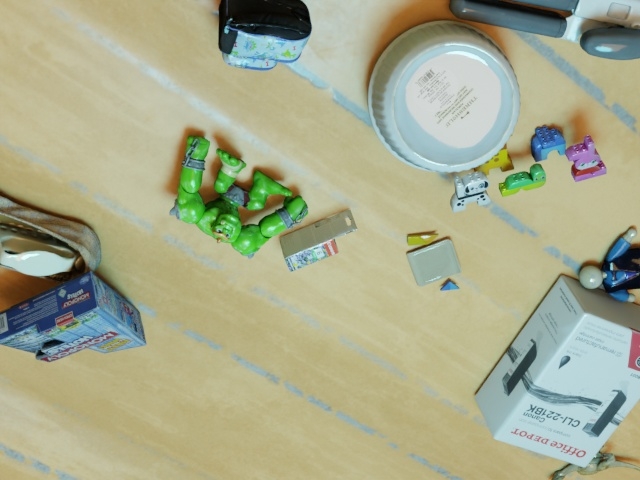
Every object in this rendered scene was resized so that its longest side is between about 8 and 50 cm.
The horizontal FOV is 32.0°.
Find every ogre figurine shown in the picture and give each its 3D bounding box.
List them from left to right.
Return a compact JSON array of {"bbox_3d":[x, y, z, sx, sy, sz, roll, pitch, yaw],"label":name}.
[{"bbox_3d":[-0.122,-0.052,1.569,0.197,0.097,0.118,28,95,-41],"label":"ogre figurine"}]

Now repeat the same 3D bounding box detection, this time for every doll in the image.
[{"bbox_3d":[0.501,0.040,1.765,0.189,0.046,0.129,-11,114,-1],"label":"doll"}]

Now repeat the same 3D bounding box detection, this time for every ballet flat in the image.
[{"bbox_3d":[-0.451,-0.009,1.521,0.316,0.106,0.107,13,118,-18],"label":"ballet flat"}]

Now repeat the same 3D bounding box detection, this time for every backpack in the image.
[{"bbox_3d":[-0.074,-0.272,1.433,0.114,0.105,0.084,6,142,-15],"label":"backpack"}]

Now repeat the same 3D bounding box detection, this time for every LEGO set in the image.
[{"bbox_3d":[0.284,-0.127,1.594,0.227,0.087,0.093,-15,137,-1],"label":"LEGO set"}]

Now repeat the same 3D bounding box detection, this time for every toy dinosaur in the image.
[{"bbox_3d":[0.496,0.395,1.993,0.183,0.053,0.092,-6,138,2],"label":"toy dinosaur"}]

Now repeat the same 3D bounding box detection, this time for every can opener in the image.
[{"bbox_3d":[0.317,-0.300,1.489,0.283,0.095,0.076,7,119,-15],"label":"can opener"}]

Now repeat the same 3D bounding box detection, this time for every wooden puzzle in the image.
[{"bbox_3d":[0.175,0.032,1.720,0.078,0.014,0.116,-12,123,2],"label":"wooden puzzle"}]

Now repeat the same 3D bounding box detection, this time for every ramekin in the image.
[{"bbox_3d":[0.169,-0.186,1.489,0.207,0.109,0.207,-1,104,-2],"label":"ramekin"}]

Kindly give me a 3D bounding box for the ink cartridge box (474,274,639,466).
[{"bbox_3d":[0.411,0.218,1.818,0.197,0.114,0.273,20,116,-22],"label":"ink cartridge box"}]

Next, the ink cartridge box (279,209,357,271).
[{"bbox_3d":[0.000,0.000,1.636,0.115,0.063,0.029,-22,122,3],"label":"ink cartridge box"}]

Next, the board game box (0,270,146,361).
[{"bbox_3d":[-0.349,0.126,1.609,0.194,0.060,0.194,-23,156,17],"label":"board game box"}]
